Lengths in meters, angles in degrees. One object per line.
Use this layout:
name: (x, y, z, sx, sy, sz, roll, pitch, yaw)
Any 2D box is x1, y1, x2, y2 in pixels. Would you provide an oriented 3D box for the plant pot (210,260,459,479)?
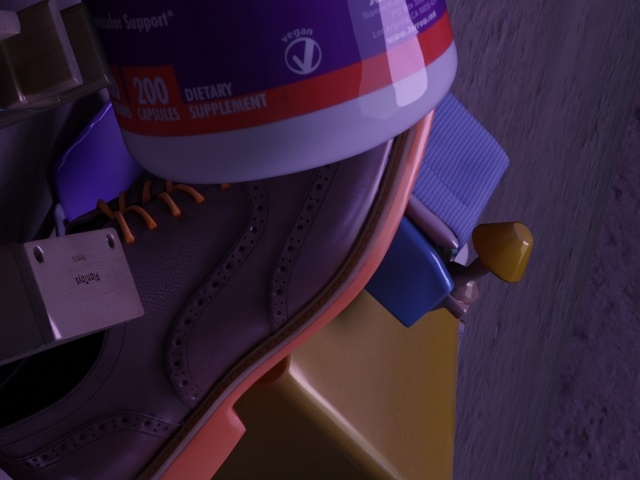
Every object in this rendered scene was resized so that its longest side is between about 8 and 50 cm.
plant pot: (-0.038, 0.079, 1.320, 0.187, 0.212, 0.212, 47, 40, -51)

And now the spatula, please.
spatula: (-0.170, 0.028, 1.179, 0.084, 0.030, 0.296, 76, 31, -55)

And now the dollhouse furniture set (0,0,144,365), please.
dollhouse furniture set: (-0.204, -0.051, 0.853, 0.242, 0.161, 0.212, 71, 17, 2)

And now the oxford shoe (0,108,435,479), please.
oxford shoe: (-0.062, 0.002, 1.107, 0.132, 0.130, 0.364, 33, 91, -30)

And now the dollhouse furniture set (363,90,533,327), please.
dollhouse furniture set: (0.073, -0.143, 1.288, 0.198, 0.303, 0.286, -43, -175, 33)

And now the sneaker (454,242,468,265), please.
sneaker: (0.067, -0.041, 1.698, 0.085, 0.086, 0.237, -41, 126, -7)

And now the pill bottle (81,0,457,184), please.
pill bottle: (-0.051, -0.202, 0.958, 0.181, 0.181, 0.323, -49, 127, -59)

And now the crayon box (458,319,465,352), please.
crayon box: (0.071, 0.201, 2.025, 0.165, 0.081, 0.278, 30, 73, -73)
